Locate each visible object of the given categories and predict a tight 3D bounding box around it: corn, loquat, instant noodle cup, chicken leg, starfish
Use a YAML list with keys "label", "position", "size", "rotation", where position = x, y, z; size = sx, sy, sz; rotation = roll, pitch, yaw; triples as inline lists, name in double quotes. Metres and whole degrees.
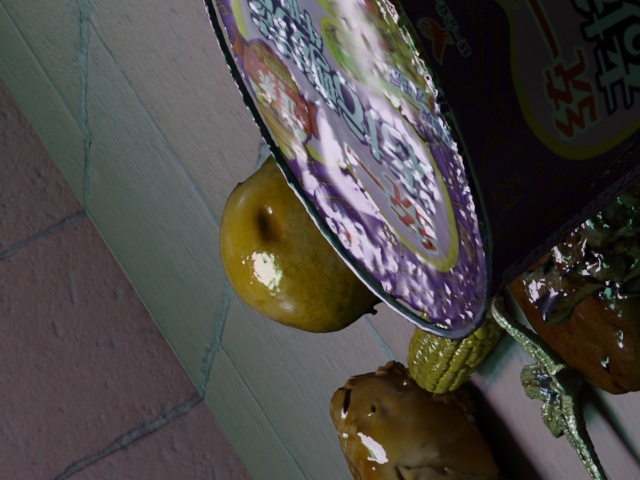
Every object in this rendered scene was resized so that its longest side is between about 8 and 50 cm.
- label: "corn"
  position: [0.132, 0.098, 1.857]
  size: [0.080, 0.080, 0.238]
  rotation: [56, 162, 14]
- label: "loquat"
  position: [-0.003, 0.003, 1.888]
  size: [0.213, 0.213, 0.213]
  rotation: [53, 162, 25]
- label: "instant noodle cup"
  position: [0.110, -0.147, 1.155]
  size: [0.340, 0.266, 0.340]
  rotation: [54, 164, 23]
- label: "chicken leg"
  position: [0.211, 0.002, 1.429]
  size: [0.125, 0.080, 0.196]
  rotation: [47, 153, 35]
- label: "starfish"
  position: [0.221, 0.147, 1.713]
  size: [0.223, 0.050, 0.217]
  rotation: [57, -171, -79]

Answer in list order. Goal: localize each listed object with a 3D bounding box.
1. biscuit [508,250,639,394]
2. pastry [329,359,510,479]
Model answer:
- label: "biscuit"
  position: [0.212, 0.040, 1.583]
  size: [0.212, 0.036, 0.212]
  rotation: [51, 162, 23]
- label: "pastry"
  position: [0.129, 0.277, 2.024]
  size: [0.255, 0.162, 0.311]
  rotation: [72, 173, -68]
